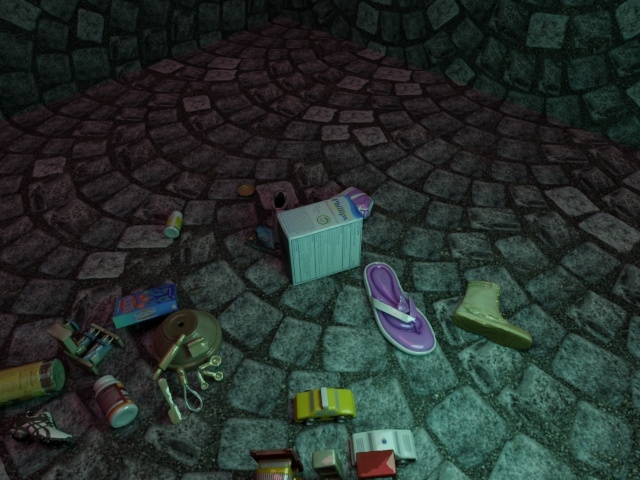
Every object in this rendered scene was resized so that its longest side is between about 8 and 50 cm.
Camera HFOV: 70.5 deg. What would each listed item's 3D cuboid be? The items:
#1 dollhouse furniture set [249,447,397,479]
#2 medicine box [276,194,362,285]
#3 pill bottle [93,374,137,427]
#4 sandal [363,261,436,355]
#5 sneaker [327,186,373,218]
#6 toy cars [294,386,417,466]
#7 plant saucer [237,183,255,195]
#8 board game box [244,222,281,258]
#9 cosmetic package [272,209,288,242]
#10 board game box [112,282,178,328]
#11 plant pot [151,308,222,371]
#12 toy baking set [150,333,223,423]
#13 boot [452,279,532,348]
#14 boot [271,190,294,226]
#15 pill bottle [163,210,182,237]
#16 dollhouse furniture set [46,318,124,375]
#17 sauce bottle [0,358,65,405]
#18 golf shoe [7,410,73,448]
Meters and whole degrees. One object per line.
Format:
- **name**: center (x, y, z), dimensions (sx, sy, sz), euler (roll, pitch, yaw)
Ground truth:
- **dollhouse furniture set**: center (0.008, 0.633, 1.130), dimensions (0.374, 0.152, 0.201), euler (-10, 45, 9)
- **medicine box**: center (0.000, 0.000, 1.713), dimensions (0.289, 0.263, 0.149), euler (-17, 48, -14)
- **pill bottle**: center (-0.631, 0.487, 1.385), dimensions (0.086, 0.086, 0.152), euler (-34, 54, -27)
- **sandal**: center (0.260, 0.222, 1.601), dimensions (0.169, 0.102, 0.416), euler (-18, 48, -15)
- **sneaker**: center (0.120, -0.128, 1.952), dimensions (0.161, 0.102, 0.282), euler (34, 56, 26)
- **toy cars**: center (0.095, 0.531, 1.317), dimensions (0.394, 0.087, 0.176), euler (27, 53, 25)
- **plant saucer**: center (-0.348, -0.232, 2.124), dimensions (0.083, 0.015, 0.083), euler (-1, 45, 1)
- **board game box**: center (-0.203, 0.001, 1.885), dimensions (0.186, 0.026, 0.126), euler (20, 49, 20)
- **cosmetic package**: center (-0.074, -0.052, 1.842), dimensions (0.231, 0.117, 0.085), euler (5, 44, -12)
- **board game box**: center (-0.622, 0.229, 1.623), dimensions (0.210, 0.047, 0.160), euler (-17, 23, -14)
- **plant pot**: center (-0.460, 0.315, 1.532), dimensions (0.237, 0.109, 0.237), euler (-1, 47, 1)
- **toy baking set**: center (-0.417, 0.423, 1.411), dimensions (0.197, 0.030, 0.256), euler (40, 60, -7)
- **boot**: center (0.614, 0.250, 1.573), dimensions (0.262, 0.095, 0.203), euler (18, 48, 24)
- **boot**: center (-0.161, -0.165, 1.964), dimensions (0.095, 0.123, 0.258), euler (2, 38, -1)
- **pill bottle**: center (-0.628, -0.071, 1.943), dimensions (0.065, 0.065, 0.116), euler (-1, 46, 1)
- **dollhouse furniture set**: center (-0.758, 0.325, 1.479), dimensions (0.129, 0.183, 0.129), euler (19, 49, 19)
- **sauce bottle**: center (-0.994, 0.459, 1.411), dimensions (0.344, 0.111, 0.111), euler (-12, 47, -7)
- **golf shoe**: center (-0.812, 0.552, 1.336), dimensions (0.198, 0.077, 0.094), euler (8, 46, 8)
